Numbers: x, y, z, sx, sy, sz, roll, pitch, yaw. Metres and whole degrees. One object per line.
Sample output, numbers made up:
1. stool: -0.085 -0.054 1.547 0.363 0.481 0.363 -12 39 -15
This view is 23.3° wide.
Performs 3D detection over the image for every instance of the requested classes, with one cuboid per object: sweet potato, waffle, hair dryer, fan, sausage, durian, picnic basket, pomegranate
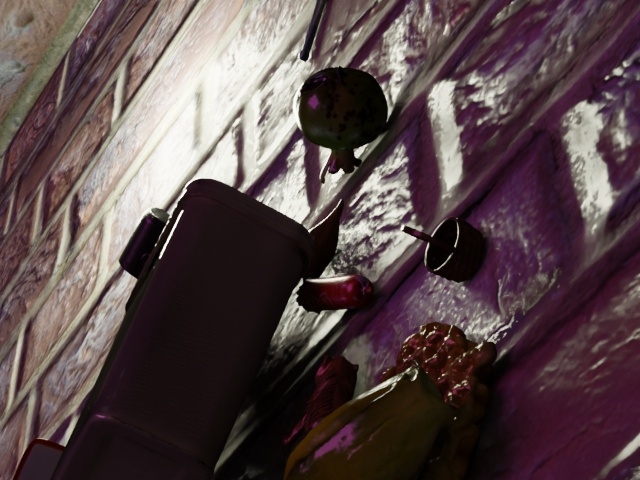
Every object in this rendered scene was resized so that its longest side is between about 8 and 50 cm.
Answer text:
1. sweet potato: 0.000 0.000 1.954 0.117 0.049 0.049 -61 22 2
2. waffle: 0.090 0.191 1.536 0.243 0.058 0.238 -3 65 67
3. hair dryer: -0.259 0.046 2.487 0.114 0.070 0.248 -60 26 16
4. fan: -0.002 -0.358 2.363 0.038 0.016 0.193 -22 48 58
5. sausage: 0.025 0.064 1.837 0.145 0.048 0.050 -8 102 60
6. durian: 0.032 0.213 1.442 0.250 0.101 0.139 -53 -15 30
7. picnic basket: 0.123 0.002 1.614 0.072 0.083 0.072 -50 26 37
8. pomegranate: 0.026 -0.148 1.971 0.122 0.122 0.162 -122 32 -64

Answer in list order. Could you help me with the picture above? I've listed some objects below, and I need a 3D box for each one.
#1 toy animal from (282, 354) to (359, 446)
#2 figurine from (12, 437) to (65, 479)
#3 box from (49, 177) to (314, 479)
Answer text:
1. toy animal: 0.001 0.201 1.678 0.241 0.056 0.099 -79 13 -71
2. figurine: -0.412 0.395 2.398 0.183 0.160 0.226 -67 12 -3
3. box: -0.178 0.163 1.888 0.352 0.177 0.344 -54 12 54
